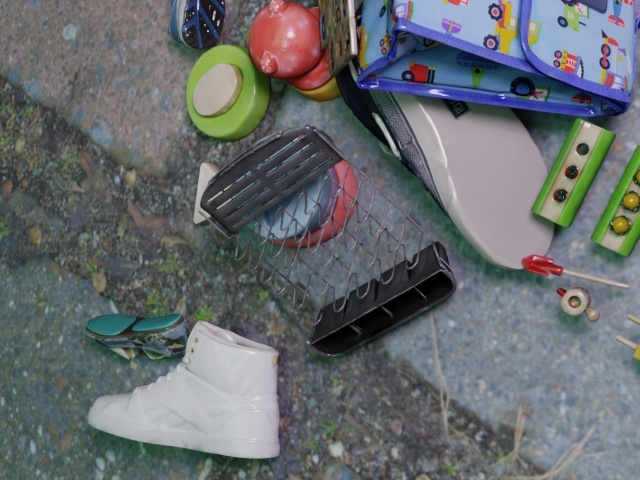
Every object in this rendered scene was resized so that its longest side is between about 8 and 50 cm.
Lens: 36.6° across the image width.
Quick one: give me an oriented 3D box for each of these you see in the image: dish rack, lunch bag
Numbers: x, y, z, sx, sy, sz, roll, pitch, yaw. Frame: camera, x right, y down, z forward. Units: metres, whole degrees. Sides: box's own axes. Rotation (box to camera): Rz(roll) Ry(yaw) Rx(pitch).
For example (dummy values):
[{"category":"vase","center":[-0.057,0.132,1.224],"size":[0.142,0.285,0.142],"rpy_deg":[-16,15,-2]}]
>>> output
[{"category":"dish rack","center":[0.000,0.000,1.110],"size":[0.208,0.271,0.074],"rpy_deg":[-33,28,28]},{"category":"lunch bag","center":[0.199,-0.250,0.977],"size":[0.138,0.293,0.220],"rpy_deg":[136,141,-68]}]

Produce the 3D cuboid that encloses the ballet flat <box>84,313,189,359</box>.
[{"category":"ballet flat","center":[-0.262,0.142,1.382],"size":[0.188,0.070,0.070],"rpy_deg":[-2,87,38]}]

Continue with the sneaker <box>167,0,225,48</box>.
[{"category":"sneaker","center":[-0.164,-0.366,1.316],"size":[0.081,0.080,0.211],"rpy_deg":[15,88,54]}]

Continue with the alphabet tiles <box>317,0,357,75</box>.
[{"category":"alphabet tiles","center":[0.017,-0.307,1.052],"size":[0.198,0.009,0.237],"rpy_deg":[173,93,-79]}]

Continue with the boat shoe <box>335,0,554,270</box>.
[{"category":"boat shoe","center":[0.134,-0.117,1.100],"size":[0.340,0.127,0.158],"rpy_deg":[63,162,-2]}]

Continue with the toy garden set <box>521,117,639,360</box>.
[{"category":"toy garden set","center":[0.320,0.019,0.965],"size":[0.244,0.049,0.203],"rpy_deg":[29,104,20]}]

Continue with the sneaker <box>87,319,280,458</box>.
[{"category":"sneaker","center":[-0.181,0.190,1.303],"size":[0.293,0.108,0.169],"rpy_deg":[2,88,25]}]

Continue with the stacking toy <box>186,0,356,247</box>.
[{"category":"stacking toy","center":[-0.093,-0.145,1.231],"size":[0.280,0.130,0.308],"rpy_deg":[-2,87,34]}]
